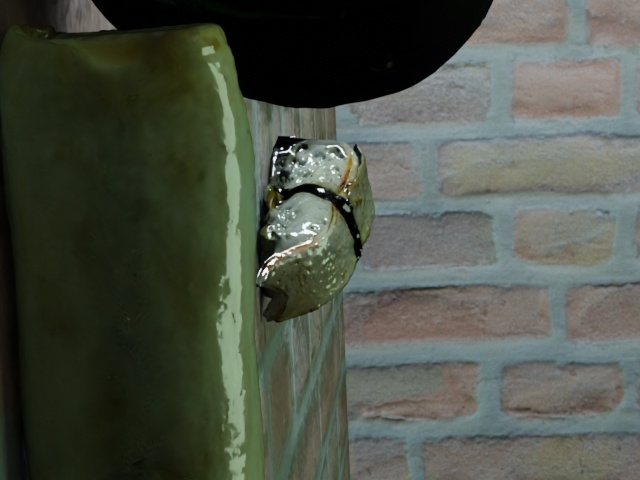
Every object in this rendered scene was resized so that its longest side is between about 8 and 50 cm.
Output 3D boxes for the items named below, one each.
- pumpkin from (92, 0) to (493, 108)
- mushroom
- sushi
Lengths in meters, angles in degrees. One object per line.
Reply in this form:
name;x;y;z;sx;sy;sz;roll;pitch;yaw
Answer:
pumpkin;-0.015;-0.220;0.682;0.315;0.238;0.315;17;90;-83
mushroom;-0.069;0.068;0.635;0.081;0.100;0.312;-102;-172;-83
sushi;-0.002;-0.013;1.614;0.273;0.109;0.134;-79;166;-71
